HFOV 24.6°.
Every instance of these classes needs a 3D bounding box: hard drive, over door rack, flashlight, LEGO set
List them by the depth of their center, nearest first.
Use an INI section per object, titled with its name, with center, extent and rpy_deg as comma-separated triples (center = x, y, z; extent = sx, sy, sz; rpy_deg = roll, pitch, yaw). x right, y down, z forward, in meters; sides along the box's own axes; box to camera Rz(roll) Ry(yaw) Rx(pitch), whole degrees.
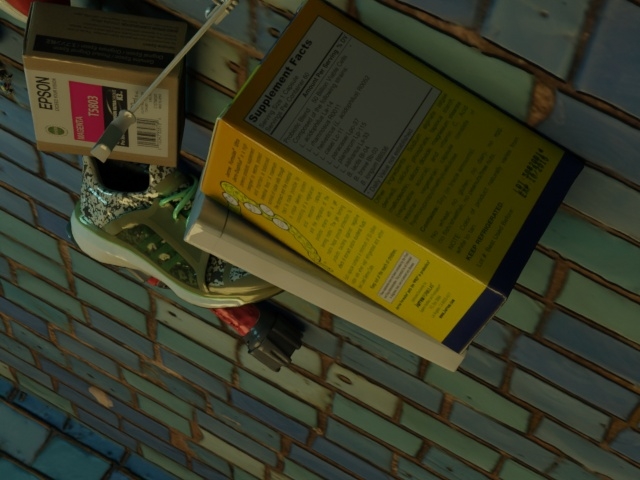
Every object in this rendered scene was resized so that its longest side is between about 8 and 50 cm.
[over door rack]
center = -0.241, -0.278, 1.650
extent = 0.239, 0.108, 0.324
rpy_deg = 39, 127, -11
[hard drive]
center = 0.013, 0.015, 1.778
extent = 0.353, 0.233, 0.047
rpy_deg = 27, 114, -10
[LEGO set]
center = -0.481, -0.241, 2.175
extent = 0.054, 0.023, 0.083
rpy_deg = 17, 151, 31
[flashlight]
center = -0.165, 0.092, 2.312
extent = 0.304, 0.103, 0.103
rpy_deg = 39, 152, -10

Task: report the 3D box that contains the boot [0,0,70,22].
[boot]
center = -0.350, -0.357, 1.743
extent = 0.176, 0.088, 0.244
rpy_deg = 2, 138, 45

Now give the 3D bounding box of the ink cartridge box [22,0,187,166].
[ink cartridge box]
center = -0.268, -0.192, 1.858
extent = 0.193, 0.088, 0.235
rpy_deg = 6, 154, -2

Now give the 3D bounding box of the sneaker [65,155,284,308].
[sneaker]
center = -0.201, -0.033, 2.104
extent = 0.410, 0.158, 0.182
rpy_deg = 16, 133, 23

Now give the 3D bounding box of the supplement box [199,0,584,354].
[supplement box]
center = 0.072, -0.069, 1.626
extent = 0.356, 0.194, 0.195
rpy_deg = 33, 155, 3
